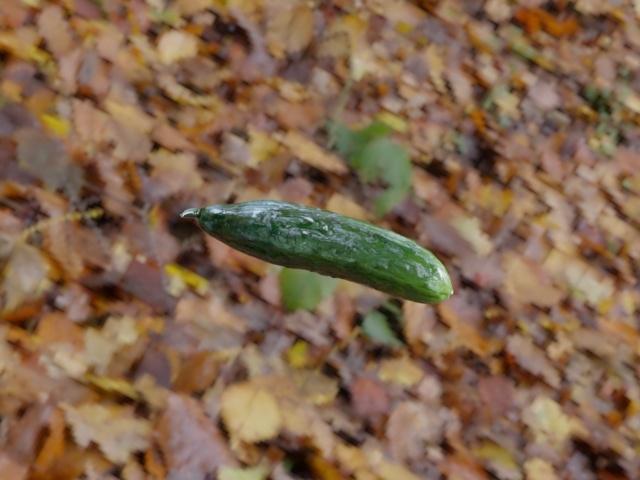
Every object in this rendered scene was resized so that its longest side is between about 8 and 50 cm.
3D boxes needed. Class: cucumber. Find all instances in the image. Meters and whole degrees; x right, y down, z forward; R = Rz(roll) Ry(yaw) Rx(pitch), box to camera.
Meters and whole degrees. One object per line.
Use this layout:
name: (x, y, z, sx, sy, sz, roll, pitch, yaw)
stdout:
cucumber: (0.000, 0.000, 0.806, 0.155, 0.037, 0.037, 16, 18, 1)
